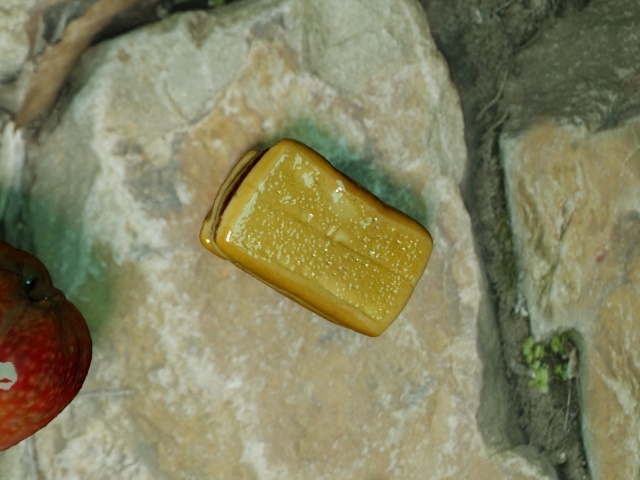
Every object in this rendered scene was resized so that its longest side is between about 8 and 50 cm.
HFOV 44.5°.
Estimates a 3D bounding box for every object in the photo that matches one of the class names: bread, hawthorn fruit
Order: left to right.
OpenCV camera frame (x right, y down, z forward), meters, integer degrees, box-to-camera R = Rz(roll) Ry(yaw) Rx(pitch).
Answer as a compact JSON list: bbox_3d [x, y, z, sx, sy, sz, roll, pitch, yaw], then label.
[{"bbox_3d":[-0.267,0.092,0.536,0.203,0.162,0.162,-40,112,1],"label":"hawthorn fruit"},{"bbox_3d":[0.000,0.000,0.691,0.200,0.077,0.115,32,79,-28],"label":"bread"}]
